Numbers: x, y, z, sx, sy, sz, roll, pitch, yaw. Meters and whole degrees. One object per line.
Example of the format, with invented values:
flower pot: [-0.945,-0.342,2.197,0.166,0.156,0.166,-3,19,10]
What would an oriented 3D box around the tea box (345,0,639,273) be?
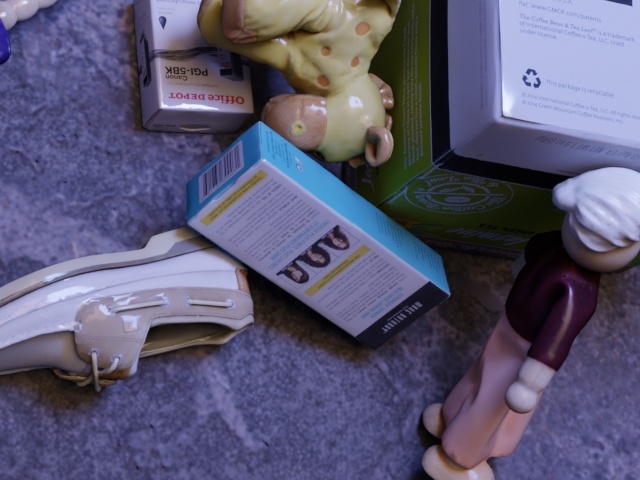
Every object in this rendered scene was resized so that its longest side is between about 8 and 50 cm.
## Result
tea box: [0.232,-0.129,1.365,0.329,0.323,0.220,8,71,-20]

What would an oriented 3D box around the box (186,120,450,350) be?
box: [0.000,0.000,1.305,0.244,0.100,0.060,36,29,-31]

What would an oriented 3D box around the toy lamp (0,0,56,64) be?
toy lamp: [-0.255,-0.234,1.327,0.275,0.080,0.080,-37,91,-31]

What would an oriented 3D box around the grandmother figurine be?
grandmother figurine: [0.199,0.070,1.284,0.104,0.342,0.208,16,36,-17]

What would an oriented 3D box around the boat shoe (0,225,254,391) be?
boat shoe: [-0.191,0.073,1.239,0.302,0.113,0.103,-20,78,-28]

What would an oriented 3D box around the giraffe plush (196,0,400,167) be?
giraffe plush: [-0.001,-0.149,1.304,0.210,0.181,0.170,-4,100,5]

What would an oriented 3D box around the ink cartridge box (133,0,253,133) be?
ink cartridge box: [-0.122,-0.177,1.376,0.099,0.056,0.135,0,74,-24]
